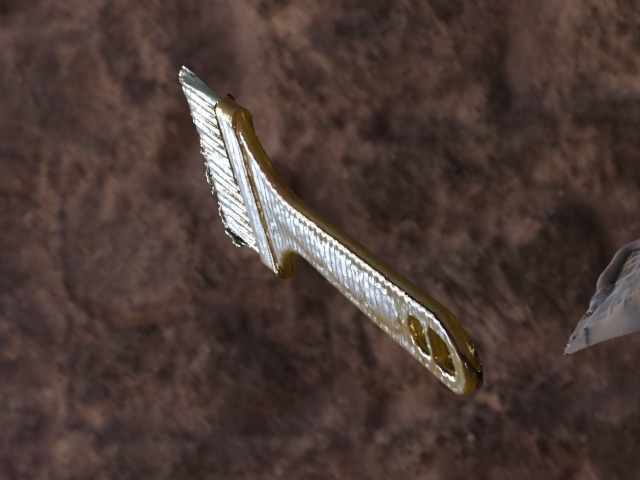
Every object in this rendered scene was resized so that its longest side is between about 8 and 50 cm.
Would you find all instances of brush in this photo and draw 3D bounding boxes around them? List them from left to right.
[{"bbox_3d":[0.000,0.000,0.619,0.010,0.082,0.218,-26,-148,-18],"label":"brush"}]

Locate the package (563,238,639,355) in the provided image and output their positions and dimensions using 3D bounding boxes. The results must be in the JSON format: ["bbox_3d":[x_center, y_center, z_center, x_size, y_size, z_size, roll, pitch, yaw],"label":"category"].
[{"bbox_3d":[0.285,0.023,1.288,0.173,0.027,0.171,-21,-165,37],"label":"package"}]
